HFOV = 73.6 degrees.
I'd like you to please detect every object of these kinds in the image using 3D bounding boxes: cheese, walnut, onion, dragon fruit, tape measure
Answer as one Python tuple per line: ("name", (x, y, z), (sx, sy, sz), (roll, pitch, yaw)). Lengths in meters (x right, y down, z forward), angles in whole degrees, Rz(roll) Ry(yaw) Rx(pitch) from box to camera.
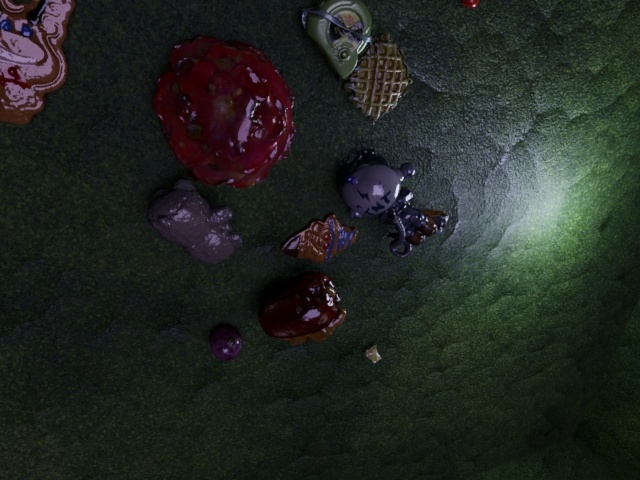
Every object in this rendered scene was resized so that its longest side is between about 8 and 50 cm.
("cheese", (0.217, 0.474, 1.787), (0.060, 0.041, 0.084), (-32, 109, -14))
("walnut", (-0.061, 0.239, 1.439), (0.268, 0.222, 0.244), (-23, 116, 6))
("onion", (-0.321, 0.347, 1.449), (0.115, 0.104, 0.115), (10, 69, -27))
("dragon fruit", (-0.227, -0.299, 1.068), (0.370, 0.249, 0.386), (19, 105, -26))
("tape measure", (0.049, -0.557, 1.130), (0.175, 0.106, 0.200), (-40, 126, 13))

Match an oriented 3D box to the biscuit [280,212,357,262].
("biscuit", (0.000, 0.000, 1.445), (0.280, 0.043, 0.183), (-12, 117, -22))

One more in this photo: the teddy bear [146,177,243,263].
("teddy bear", (-0.343, -0.042, 1.180), (0.235, 0.151, 0.267), (-17, 146, 28))

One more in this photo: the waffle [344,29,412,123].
("waffle", (0.171, -0.473, 1.253), (0.214, 0.054, 0.208), (-45, 131, 1))

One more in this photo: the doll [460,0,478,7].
("doll", (0.455, -0.838, 1.174), (0.199, 0.105, 0.337), (7, 120, -26))

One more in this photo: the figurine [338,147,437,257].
("figurine", (0.215, -0.137, 1.377), (0.382, 0.186, 0.261), (34, 108, -28))

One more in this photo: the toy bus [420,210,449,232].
("toy bus", (0.382, -0.072, 1.554), (0.162, 0.074, 0.070), (-3, 123, -25))

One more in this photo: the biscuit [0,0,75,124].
("biscuit", (-0.655, -0.417, 0.919), (0.201, 0.047, 0.334), (11, 111, -29))
